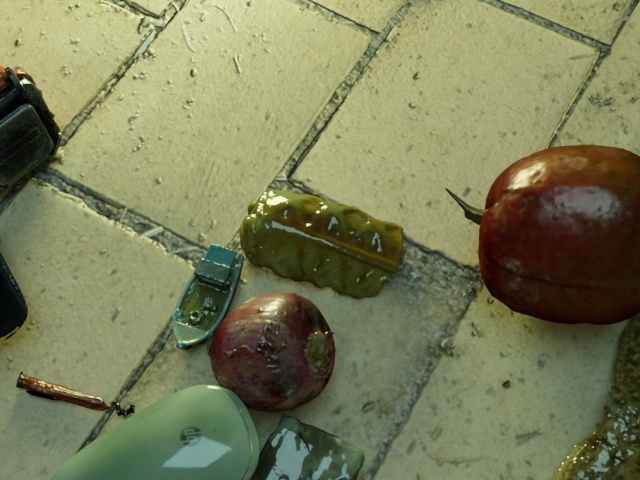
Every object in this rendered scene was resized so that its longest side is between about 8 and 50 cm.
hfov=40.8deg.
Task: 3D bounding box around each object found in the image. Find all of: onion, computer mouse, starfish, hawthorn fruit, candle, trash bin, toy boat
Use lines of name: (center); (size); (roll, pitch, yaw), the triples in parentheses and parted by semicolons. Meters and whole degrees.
onion: (-0.078, 0.146, 1.118); (0.195, 0.159, 0.159); (-9, 55, 37)
computer mouse: (-0.209, 0.284, 1.035); (0.288, 0.097, 0.159); (-28, 64, -1)
starfish: (0.485, 0.244, 1.096); (0.324, 0.082, 0.432); (32, 65, 19)
hawthorn fruit: (0.332, -0.004, 1.137); (0.262, 0.258, 0.258); (-22, 64, 3)
candle: (-0.326, 0.210, 1.145); (0.167, 0.021, 0.026); (14, 43, 8)
trash bin: (-0.524, -0.208, 1.281); (0.239, 0.184, 0.161); (38, 69, 24)
toy boat: (-0.158, 0.078, 1.191); (0.069, 0.059, 0.173); (18, 64, 10)

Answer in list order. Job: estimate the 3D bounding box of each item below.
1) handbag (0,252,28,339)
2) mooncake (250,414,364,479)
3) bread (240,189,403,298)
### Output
handbag: (-0.592, 0.056, 1.159); (0.303, 0.122, 0.329); (-33, 65, -5)
mooncake: (-0.022, 0.296, 1.069); (0.125, 0.073, 0.130); (23, 64, 15)
bread: (0.000, 0.000, 1.222); (0.232, 0.088, 0.128); (15, 71, 2)
